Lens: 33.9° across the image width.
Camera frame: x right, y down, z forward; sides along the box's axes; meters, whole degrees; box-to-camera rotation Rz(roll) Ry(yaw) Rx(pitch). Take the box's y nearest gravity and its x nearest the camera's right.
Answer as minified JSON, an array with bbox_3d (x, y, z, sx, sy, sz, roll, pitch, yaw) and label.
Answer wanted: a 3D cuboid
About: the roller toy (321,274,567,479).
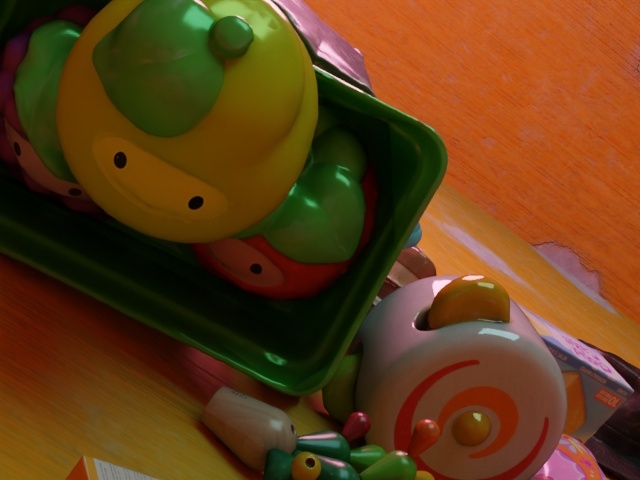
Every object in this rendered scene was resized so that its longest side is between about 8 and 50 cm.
[{"bbox_3d":[0.128,0.141,0.983,0.191,0.209,0.146,39,12,-21],"label":"roller toy"}]

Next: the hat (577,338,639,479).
[{"bbox_3d":[0.453,0.246,1.649,0.331,0.134,0.331,37,12,-9],"label":"hat"}]

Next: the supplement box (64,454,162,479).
[{"bbox_3d":[-0.103,0.165,0.580,0.098,0.062,0.036,28,15,-34],"label":"supplement box"}]

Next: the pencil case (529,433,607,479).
[{"bbox_3d":[0.228,0.284,0.958,0.124,0.124,0.284,36,14,-10],"label":"pencil case"}]

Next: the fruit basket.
[{"bbox_3d":[-0.102,-0.061,0.770,0.392,0.283,0.392,26,15,-8],"label":"fruit basket"}]

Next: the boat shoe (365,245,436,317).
[{"bbox_3d":[0.077,0.043,1.282,0.122,0.120,0.324,40,0,-11],"label":"boat shoe"}]

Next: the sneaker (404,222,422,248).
[{"bbox_3d":[0.000,0.000,1.121,0.107,0.275,0.110,-31,94,-38],"label":"sneaker"}]

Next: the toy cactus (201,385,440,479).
[{"bbox_3d":[-0.006,0.166,0.795,0.180,0.112,0.219,31,20,13],"label":"toy cactus"}]

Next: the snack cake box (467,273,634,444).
[{"bbox_3d":[0.237,0.169,1.286,0.264,0.152,0.089,29,16,-32],"label":"snack cake box"}]

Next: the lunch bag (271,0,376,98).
[{"bbox_3d":[-0.091,-0.108,1.070,0.169,0.287,0.235,41,13,-13],"label":"lunch bag"}]
